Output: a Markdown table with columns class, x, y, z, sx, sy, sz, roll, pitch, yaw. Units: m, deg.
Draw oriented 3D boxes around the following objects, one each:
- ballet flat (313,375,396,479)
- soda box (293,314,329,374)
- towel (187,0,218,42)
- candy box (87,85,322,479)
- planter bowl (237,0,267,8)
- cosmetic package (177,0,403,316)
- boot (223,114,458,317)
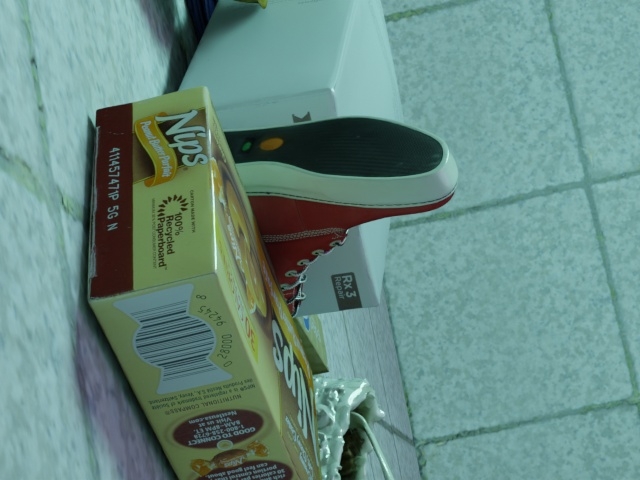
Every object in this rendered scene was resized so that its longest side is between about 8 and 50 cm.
| class | x | y | z | sx | sy | sz | roll | pitch | yaw |
| --- | --- | --- | --- | --- | --- | --- | --- | --- | --- |
| ballet flat | 0.018 | 0.286 | 1.254 | 0.147 | 0.147 | 0.409 | 69 | 11 | -55 |
| soda box | -0.038 | 0.085 | 1.470 | 0.181 | 0.058 | 0.061 | 63 | 16 | -65 |
| towel | -0.090 | -0.209 | 1.658 | 0.336 | 0.040 | 0.243 | -84 | 162 | -72 |
| candy box | -0.072 | 0.072 | 1.034 | 0.183 | 0.087 | 0.316 | -96 | 172 | -46 |
| planter bowl | -0.118 | -0.307 | 1.337 | 0.217 | 0.090 | 0.217 | -13 | 90 | -84 |
| cosmetic package | -0.020 | -0.112 | 1.387 | 0.385 | 0.156 | 0.217 | -74 | 154 | -61 |
| boot | 0.000 | 0.000 | 1.141 | 0.088 | 0.244 | 0.176 | -60 | 143 | -50 |
